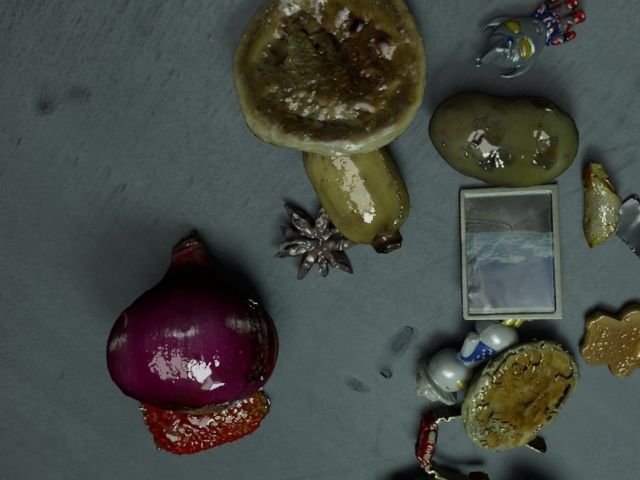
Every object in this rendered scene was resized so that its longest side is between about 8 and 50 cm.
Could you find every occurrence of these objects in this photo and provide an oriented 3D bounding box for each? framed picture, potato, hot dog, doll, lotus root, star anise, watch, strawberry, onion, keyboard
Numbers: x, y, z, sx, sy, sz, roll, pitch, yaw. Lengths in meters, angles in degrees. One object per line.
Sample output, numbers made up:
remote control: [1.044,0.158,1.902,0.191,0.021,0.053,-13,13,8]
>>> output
framed picture: [0.362,0.024,1.271,0.188,0.023,0.260,-2,91,12]
potato: [0.320,-0.176,1.168,0.262,0.165,0.165,6,113,4]
hot dog: [0.517,-0.069,1.215,0.061,0.078,0.169,-11,115,-1]
doll: [0.306,0.236,1.361,0.293,0.138,0.119,-42,54,22]
lotus root: [0.074,-0.103,1.254,0.160,0.146,0.284,-24,98,36]
doll: [0.353,-0.348,1.138,0.194,0.062,0.104,-26,106,13]
star anise: [0.000,0.000,1.355,0.182,0.065,0.195,11,106,2]
watch: [0.341,0.464,1.460,0.268,0.102,0.165,21,99,2]
strawberry: [-0.281,0.396,1.541,0.306,0.138,0.234,-15,107,19]
onion: [-0.264,0.164,1.371,0.347,0.348,0.385,-13,74,17]
keyboard: [0.626,0.004,1.253,0.196,0.015,0.074,43,118,-7]

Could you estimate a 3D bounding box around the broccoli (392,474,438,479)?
broccoli: [0.245,0.666,1.492,0.288,0.235,0.260,28,131,46]

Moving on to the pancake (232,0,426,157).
pancake: [0.010,-0.309,1.167,0.356,0.065,0.356,-2,82,12]

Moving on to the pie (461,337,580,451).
pie: [0.406,0.316,1.347,0.274,0.055,0.274,-9,120,-16]

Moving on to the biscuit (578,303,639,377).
biscuit: [0.635,0.202,1.322,0.225,0.036,0.166,4,114,7]
